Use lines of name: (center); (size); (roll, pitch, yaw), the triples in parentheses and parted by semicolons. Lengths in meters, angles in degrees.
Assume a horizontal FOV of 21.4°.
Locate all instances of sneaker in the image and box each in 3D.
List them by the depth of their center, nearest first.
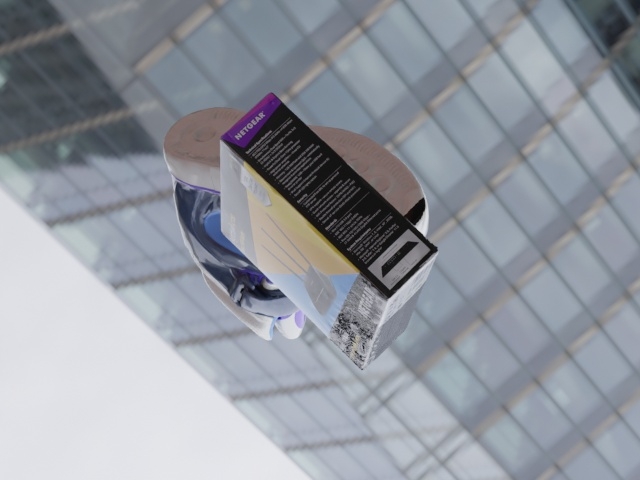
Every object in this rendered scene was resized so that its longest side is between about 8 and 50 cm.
sneaker: (-0.009, 0.012, 1.648); (0.323, 0.236, 0.130); (22, -128, 37)

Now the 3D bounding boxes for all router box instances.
router box: (0.000, 0.000, 1.011); (0.133, 0.179, 0.046); (44, -105, 10)
